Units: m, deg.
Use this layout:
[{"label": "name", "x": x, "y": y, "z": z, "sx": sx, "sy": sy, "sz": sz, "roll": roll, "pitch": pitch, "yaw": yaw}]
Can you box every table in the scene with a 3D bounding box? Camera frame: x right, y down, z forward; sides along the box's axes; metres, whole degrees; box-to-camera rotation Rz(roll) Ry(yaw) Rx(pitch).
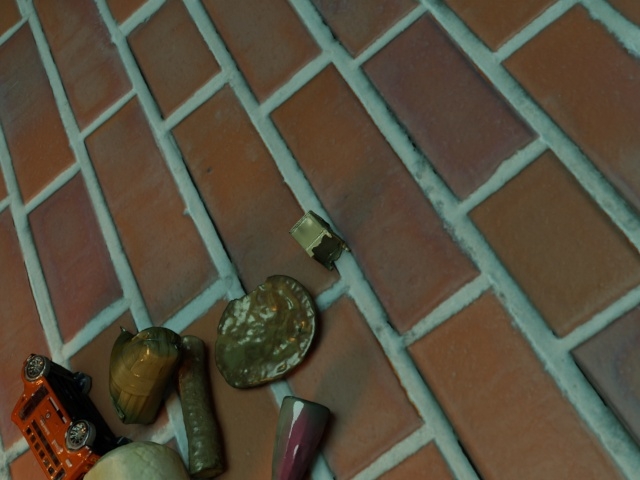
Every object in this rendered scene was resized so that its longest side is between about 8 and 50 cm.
[{"label": "table", "x": 0.000, "y": 0.000, "z": 1.854, "sx": 0.062, "sy": 0.079, "sz": 0.083, "roll": -47, "pitch": 50, "yaw": 6}]

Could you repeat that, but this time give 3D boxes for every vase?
[{"label": "vase", "x": -0.053, "y": 0.381, "z": 1.676, "sx": 0.086, "sy": 0.086, "sz": 0.214, "roll": 7, "pitch": 73, "yaw": 37}]

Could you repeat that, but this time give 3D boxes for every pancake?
[{"label": "pancake", "x": -0.105, "y": 0.176, "z": 1.851, "sx": 0.236, "sy": 0.042, "sz": 0.222, "roll": -49, "pitch": 53, "yaw": 6}]

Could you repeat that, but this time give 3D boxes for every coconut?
[{"label": "coconut", "x": -0.315, "y": 0.478, "z": 1.720, "sx": 0.202, "sy": 0.202, "sz": 0.222, "roll": -38, "pitch": 48, "yaw": 11}]

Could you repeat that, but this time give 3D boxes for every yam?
[{"label": "yam", "x": -0.235, "y": 0.310, "z": 1.849, "sx": 0.066, "sy": 0.066, "sz": 0.299, "roll": -29, "pitch": 51, "yaw": 18}]

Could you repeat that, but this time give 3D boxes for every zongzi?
[{"label": "zongzi", "x": -0.351, "y": 0.204, "z": 1.929, "sx": 0.256, "sy": 0.115, "sz": 0.228, "roll": -106, "pitch": 35, "yaw": -46}]

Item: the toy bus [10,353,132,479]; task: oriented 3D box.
[{"label": "toy bus", "x": -0.513, "y": 0.372, "z": 1.953, "sx": 0.153, "sy": 0.143, "sz": 0.329, "roll": -48, "pitch": 50, "yaw": 2}]
